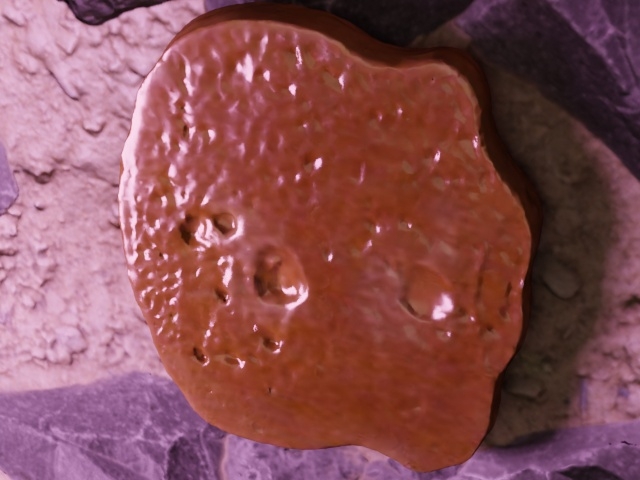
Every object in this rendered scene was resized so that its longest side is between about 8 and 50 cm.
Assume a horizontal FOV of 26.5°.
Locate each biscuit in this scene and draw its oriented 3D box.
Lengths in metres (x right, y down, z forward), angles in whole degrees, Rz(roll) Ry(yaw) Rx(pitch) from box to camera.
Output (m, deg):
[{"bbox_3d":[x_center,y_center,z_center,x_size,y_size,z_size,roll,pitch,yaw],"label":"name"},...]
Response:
[{"bbox_3d":[0.001,-0.001,1.126,0.365,0.062,0.385,9,114,19],"label":"biscuit"}]
